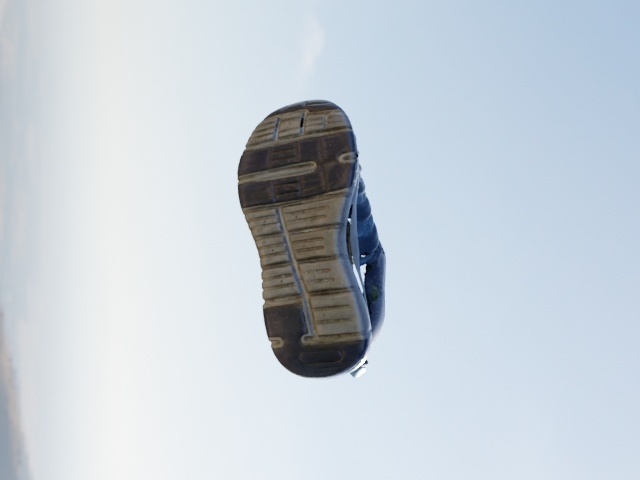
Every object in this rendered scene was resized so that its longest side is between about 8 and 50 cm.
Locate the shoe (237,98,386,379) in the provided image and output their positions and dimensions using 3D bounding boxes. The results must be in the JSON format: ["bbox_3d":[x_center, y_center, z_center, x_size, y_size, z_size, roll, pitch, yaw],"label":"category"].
[{"bbox_3d":[0.000,0.000,0.892,0.106,0.091,0.207,13,69,-74],"label":"shoe"}]
